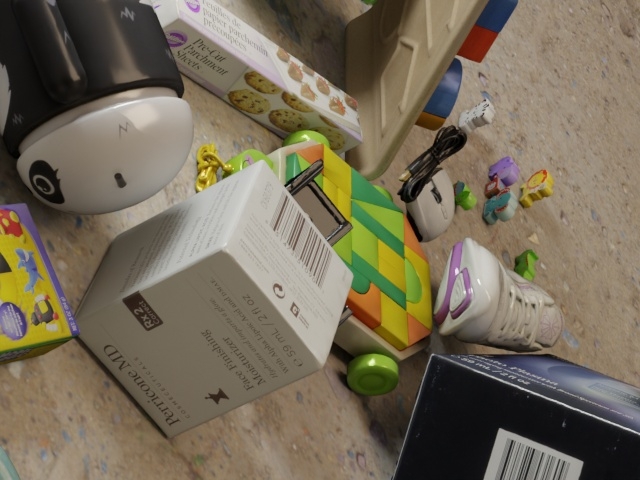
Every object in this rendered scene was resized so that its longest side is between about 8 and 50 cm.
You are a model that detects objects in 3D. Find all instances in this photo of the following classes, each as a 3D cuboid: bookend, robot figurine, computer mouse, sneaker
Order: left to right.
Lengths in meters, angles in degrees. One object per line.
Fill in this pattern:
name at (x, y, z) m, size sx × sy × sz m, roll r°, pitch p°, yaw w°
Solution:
robot figurine at (-0.224, -0.158, 1.679) m, size 0.209 × 0.174 × 0.278 m, roll -10°, pitch 74°, yaw -50°
bookend at (-0.017, 0.030, 1.870) m, size 0.156 × 0.072 × 0.157 m, roll -40°, pitch 95°, yaw -32°
computer mouse at (0.135, -0.050, 2.198) m, size 0.042 × 0.106 × 0.193 m, roll 34°, pitch -19°, yaw 20°
sneaker at (0.210, 0.068, 2.122) m, size 0.305 × 0.152 × 0.114 m, roll 8°, pitch 98°, yaw -83°

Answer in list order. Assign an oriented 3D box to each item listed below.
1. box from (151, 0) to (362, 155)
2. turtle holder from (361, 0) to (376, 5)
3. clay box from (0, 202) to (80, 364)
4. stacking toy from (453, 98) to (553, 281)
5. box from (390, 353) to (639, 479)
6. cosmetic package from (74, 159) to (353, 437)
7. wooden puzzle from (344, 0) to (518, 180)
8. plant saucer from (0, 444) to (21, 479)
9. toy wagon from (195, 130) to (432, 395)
box at (-0.075, -0.184, 2.055) m, size 0.324 × 0.067 × 0.063 m, roll 32°, pitch 41°, yaw -45°
turtle holder at (-0.015, -0.450, 2.203) m, size 0.227 × 0.243 × 0.320 m, roll 8°, pitch 66°, yaw -35°
clay box at (-0.299, 0.042, 1.501) m, size 0.222 × 0.053 × 0.127 m, roll -11°, pitch 75°, yaw -62°
stacking toy at (0.249, -0.068, 2.504) m, size 0.167 × 0.052 × 0.221 m, roll 47°, pitch 33°, yaw -27°
box at (0.283, 0.244, 2.003) m, size 0.294 × 0.296 × 0.182 m, roll 7°, pitch 101°, yaw -58°
cosmetic package at (-0.096, 0.054, 1.689) m, size 0.151 × 0.184 × 0.151 m, roll 51°, pitch 30°, yaw -21°
wooden puzzle at (0.143, -0.274, 2.177) m, size 0.081 × 0.348 × 0.322 m, roll 21°, pitch 39°, yaw -19°
plant saucer at (-0.279, 0.200, 1.417) m, size 0.195 × 0.037 × 0.195 m, roll 39°, pitch 36°, yaw -36°
toy wagon at (0.000, 0.000, 2.016) m, size 0.344 × 0.068 × 0.267 m, roll 40°, pitch 36°, yaw -36°
